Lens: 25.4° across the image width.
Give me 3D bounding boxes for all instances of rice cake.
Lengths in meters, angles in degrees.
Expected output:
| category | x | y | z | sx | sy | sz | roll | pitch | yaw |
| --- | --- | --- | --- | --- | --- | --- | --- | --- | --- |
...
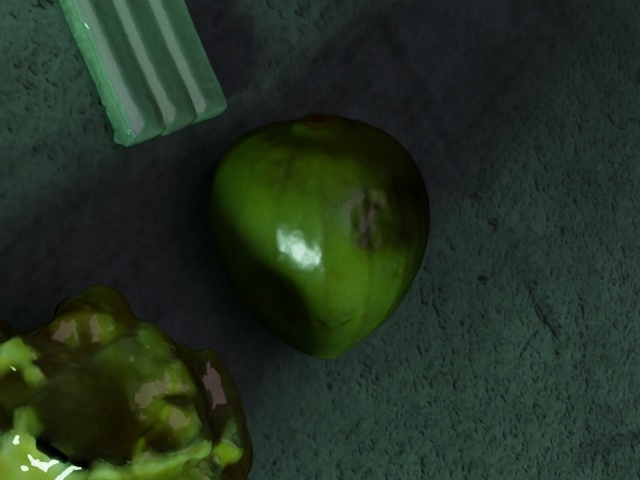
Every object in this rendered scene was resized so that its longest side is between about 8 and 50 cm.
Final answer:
| category | x | y | z | sx | sy | sz | roll | pitch | yaw |
| --- | --- | --- | --- | --- | --- | --- | --- | --- | --- |
| rice cake | -0.174 | -0.208 | 1.299 | 0.127 | 0.043 | 0.237 | -27 | 102 | -36 |

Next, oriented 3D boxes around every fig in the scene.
| category | x | y | z | sx | sy | sz | roll | pitch | yaw |
| --- | --- | --- | --- | --- | --- | --- | --- | --- | --- |
| fig | 0.005 | -0.002 | 1.314 | 0.207 | 0.207 | 0.230 | -10 | 90 | -38 |

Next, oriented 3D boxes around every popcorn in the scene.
| category | x | y | z | sx | sy | sz | roll | pitch | yaw |
| --- | --- | --- | --- | --- | --- | --- | --- | --- | --- |
| popcorn | -0.195 | 0.164 | 1.132 | 0.286 | 0.215 | 0.252 | -11 | 95 | -41 |
